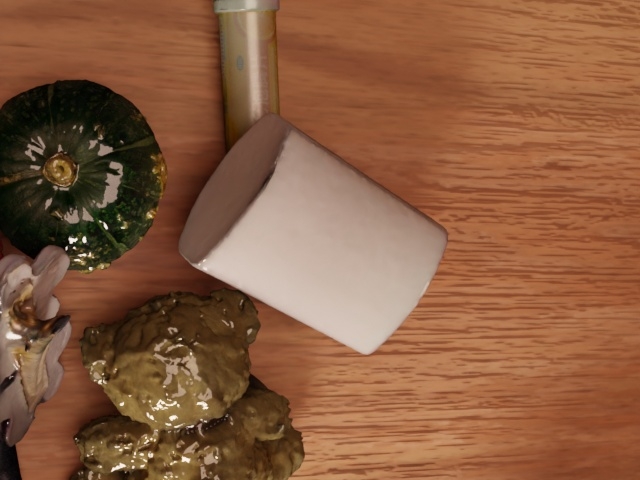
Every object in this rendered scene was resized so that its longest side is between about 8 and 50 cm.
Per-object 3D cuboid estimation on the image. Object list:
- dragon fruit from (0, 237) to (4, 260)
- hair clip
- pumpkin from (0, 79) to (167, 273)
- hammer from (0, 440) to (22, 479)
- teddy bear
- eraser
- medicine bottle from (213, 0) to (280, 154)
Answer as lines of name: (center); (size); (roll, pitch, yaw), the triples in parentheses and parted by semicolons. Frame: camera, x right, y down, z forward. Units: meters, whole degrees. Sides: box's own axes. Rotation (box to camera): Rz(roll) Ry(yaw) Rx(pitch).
dragon fruit: (-0.383, 0.021, 1.134); (0.134, 0.262, 0.211); (-67, 146, -47)
hair clip: (-0.281, 0.103, 1.130); (0.075, 0.257, 0.146); (24, 55, 1)
pumpkin: (-0.245, -0.065, 1.167); (0.190, 0.146, 0.190); (-4, 106, -12)
hammer: (-0.318, 0.293, 1.238); (0.137, 0.037, 0.290); (-14, 101, -19)
teddy bear: (-0.145, 0.177, 1.232); (0.267, 0.156, 0.256); (-14, 99, -18)
eraser: (0.000, 0.000, 1.257); (0.270, 0.095, 0.174); (31, 96, -38)
medicine bottle: (-0.075, -0.163, 1.266); (0.074, 0.074, 0.218); (-6, 100, -21)
